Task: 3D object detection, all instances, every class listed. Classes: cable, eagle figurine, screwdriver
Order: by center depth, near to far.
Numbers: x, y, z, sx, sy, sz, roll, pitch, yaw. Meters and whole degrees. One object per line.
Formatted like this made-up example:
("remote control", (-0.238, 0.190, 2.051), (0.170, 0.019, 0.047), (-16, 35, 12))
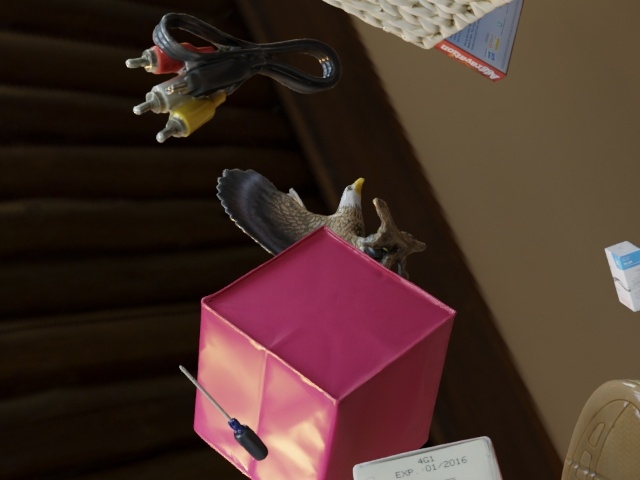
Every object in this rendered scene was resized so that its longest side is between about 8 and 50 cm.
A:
("screwdriver", (-0.110, 0.197, 1.524), (0.170, 0.024, 0.025), (51, -163, -37))
("cable", (-0.106, -0.213, 1.625), (0.287, 0.072, 0.139), (-20, -92, -42))
("eagle figurine", (0.005, -0.007, 2.095), (0.225, 0.298, 0.226), (-45, -48, -50))

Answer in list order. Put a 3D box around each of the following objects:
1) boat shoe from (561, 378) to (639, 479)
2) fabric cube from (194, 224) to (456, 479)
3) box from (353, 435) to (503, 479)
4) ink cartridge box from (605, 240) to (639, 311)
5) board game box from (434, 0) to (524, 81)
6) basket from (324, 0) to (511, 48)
("boat shoe", (0.278, 0.268, 1.063), (0.123, 0.123, 0.341), (-11, -83, -28))
("fabric cube", (-0.002, 0.184, 1.870), (0.259, 0.258, 0.254), (34, -133, 29))
("box", (0.120, 0.304, 1.196), (0.232, 0.127, 0.148), (70, -172, -48))
("ink cartridge box", (0.347, 0.047, 1.502), (0.048, 0.028, 0.083), (-120, 11, -77))
("board game box", (0.183, -0.338, 1.582), (0.145, 0.027, 0.281), (27, -116, -23))
("basket", (0.047, -0.215, 0.915), (0.167, 0.103, 0.113), (19, -129, -35))
